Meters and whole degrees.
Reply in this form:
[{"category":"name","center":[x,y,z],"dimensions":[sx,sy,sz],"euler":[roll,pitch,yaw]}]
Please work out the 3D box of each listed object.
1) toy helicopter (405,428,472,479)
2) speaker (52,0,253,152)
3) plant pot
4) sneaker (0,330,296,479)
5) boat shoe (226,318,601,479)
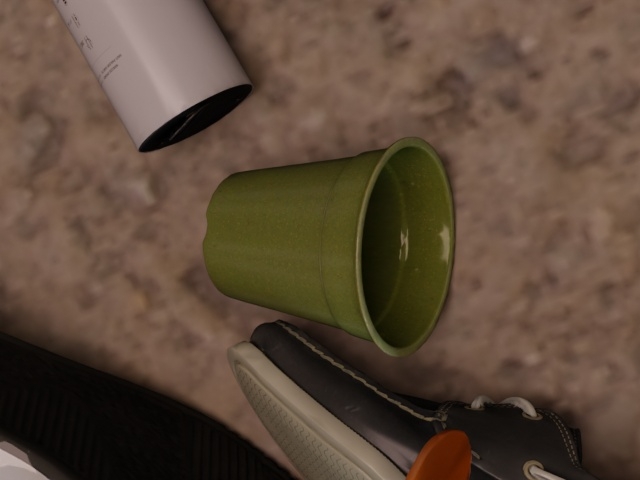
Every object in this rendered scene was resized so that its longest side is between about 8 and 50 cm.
[{"category":"toy helicopter","center":[0.055,0.219,0.459],"dimensions":[0.235,0.140,0.355],"euler":[40,89,30]},{"category":"speaker","center":[-0.083,-0.104,0.627],"dimensions":[0.055,0.055,0.136],"euler":[-32,84,17]},{"category":"plant pot","center":[0.000,0.000,0.603],"dimensions":[0.079,0.083,0.083],"euler":[4,95,30]},{"category":"sneaker","center":[-0.139,0.144,0.630],"dimensions":[0.295,0.124,0.178],"euler":[25,113,1]},{"category":"boat shoe","center":[0.065,0.098,0.597],"dimensions":[0.233,0.084,0.079],"euler":[33,67,19]}]
